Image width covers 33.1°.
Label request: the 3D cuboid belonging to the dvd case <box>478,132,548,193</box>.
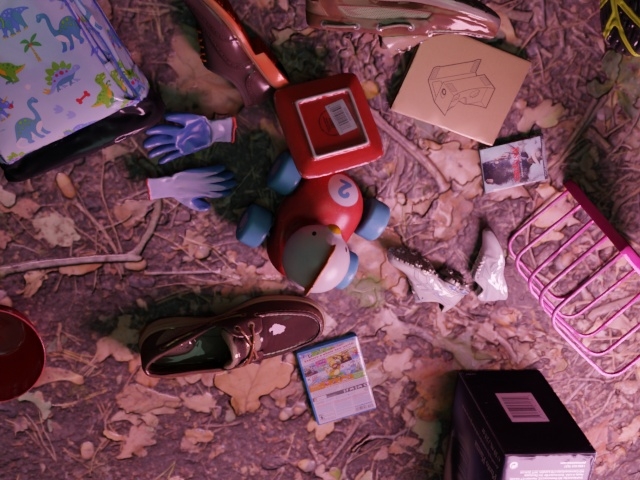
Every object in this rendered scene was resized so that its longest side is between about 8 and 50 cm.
[{"bbox_3d":[0.346,-0.138,1.928,0.119,0.013,0.087,-13,114,-5],"label":"dvd case"}]

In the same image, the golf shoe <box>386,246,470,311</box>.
[{"bbox_3d":[0.185,0.077,1.965,0.176,0.069,0.086,28,112,-18],"label":"golf shoe"}]

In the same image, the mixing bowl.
[{"bbox_3d":[-0.564,0.178,1.863,0.181,0.098,0.182,-3,114,-7],"label":"mixing bowl"}]

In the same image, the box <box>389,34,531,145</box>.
[{"bbox_3d":[0.241,-0.267,1.852,0.201,0.021,0.165,18,109,-17],"label":"box"}]

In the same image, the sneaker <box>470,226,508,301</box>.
[{"bbox_3d":[0.307,0.048,1.978,0.061,0.054,0.152,-11,114,-2],"label":"sneaker"}]

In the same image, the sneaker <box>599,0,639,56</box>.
[{"bbox_3d":[0.543,-0.502,1.762,0.147,0.145,0.385,-16,116,-37],"label":"sneaker"}]

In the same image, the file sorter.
[{"bbox_3d":[0.473,0.068,1.887,0.182,0.291,0.202,-41,113,12],"label":"file sorter"}]

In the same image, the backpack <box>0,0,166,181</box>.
[{"bbox_3d":[-0.440,-0.284,1.626,0.290,0.273,0.356,-21,104,4],"label":"backpack"}]

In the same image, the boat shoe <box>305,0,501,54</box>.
[{"bbox_3d":[0.128,-0.366,1.746,0.324,0.123,0.117,12,114,-4],"label":"boat shoe"}]

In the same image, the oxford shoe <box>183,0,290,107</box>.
[{"bbox_3d":[-0.166,-0.324,1.722,0.098,0.097,0.271,-36,114,13],"label":"oxford shoe"}]

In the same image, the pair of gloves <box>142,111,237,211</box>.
[{"bbox_3d":[-0.217,-0.130,1.806,0.159,0.023,0.198,-7,127,-14],"label":"pair of gloves"}]

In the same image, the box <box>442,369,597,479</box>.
[{"bbox_3d":[0.357,0.442,2.018,0.182,0.296,0.294,0,112,-10],"label":"box"}]

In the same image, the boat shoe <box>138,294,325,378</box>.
[{"bbox_3d":[-0.154,0.185,1.920,0.341,0.123,0.123,-7,114,-7],"label":"boat shoe"}]

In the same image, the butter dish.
[{"bbox_3d":[0.003,-0.180,1.802,0.159,0.118,0.160,-17,82,-19],"label":"butter dish"}]

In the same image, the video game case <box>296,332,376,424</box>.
[{"bbox_3d":[0.031,0.265,2.044,0.119,0.015,0.166,-16,114,-2],"label":"video game case"}]

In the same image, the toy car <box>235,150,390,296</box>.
[{"bbox_3d":[0.000,0.000,1.805,0.219,0.238,0.210,27,106,-19],"label":"toy car"}]
